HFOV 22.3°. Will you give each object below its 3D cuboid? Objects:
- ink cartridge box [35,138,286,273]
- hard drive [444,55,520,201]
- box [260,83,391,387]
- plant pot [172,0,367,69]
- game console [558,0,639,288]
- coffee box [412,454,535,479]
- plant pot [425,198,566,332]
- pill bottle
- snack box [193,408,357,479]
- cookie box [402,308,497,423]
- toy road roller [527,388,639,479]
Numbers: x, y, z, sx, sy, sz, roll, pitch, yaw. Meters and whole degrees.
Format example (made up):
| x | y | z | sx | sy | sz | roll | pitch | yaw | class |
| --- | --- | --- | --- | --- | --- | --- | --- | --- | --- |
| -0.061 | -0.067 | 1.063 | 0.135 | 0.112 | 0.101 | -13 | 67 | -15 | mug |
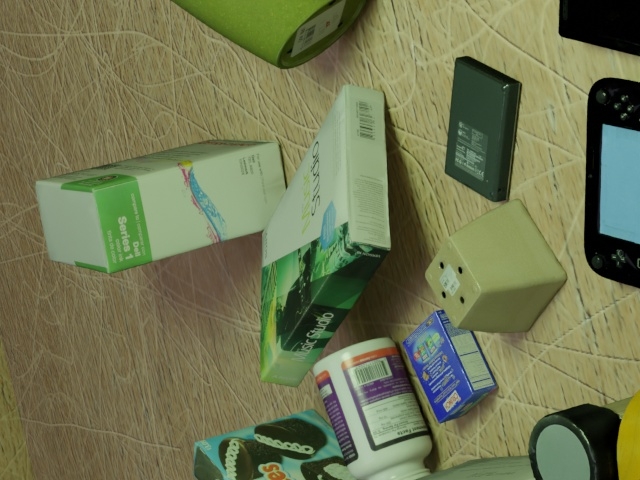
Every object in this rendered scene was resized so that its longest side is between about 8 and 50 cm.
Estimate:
| x | y | z | sx | sy | sz | roll | pitch | yaw | class |
| --- | --- | --- | --- | --- | --- | --- | --- | --- | --- |
| -0.208 | -0.051 | 2.166 | 0.201 | 0.278 | 0.117 | 8 | 111 | 58 | ink cartridge box |
| 0.172 | -0.121 | 1.748 | 0.094 | 0.022 | 0.135 | 36 | 131 | 49 | hard drive |
| 0.000 | 0.000 | 1.962 | 0.322 | 0.058 | 0.232 | 119 | 156 | -50 | box |
| -0.088 | -0.351 | 1.904 | 0.293 | 0.274 | 0.275 | 51 | 144 | 12 | plant pot |
| 0.301 | -0.127 | 1.509 | 0.213 | 0.044 | 0.361 | 25 | 123 | 54 | game console |
| 0.153 | 0.422 | 1.670 | 0.337 | 0.338 | 0.334 | -19 | 85 | 60 | coffee box |
| 0.177 | 0.036 | 1.726 | 0.109 | 0.096 | 0.109 | 61 | 146 | 25 | plant pot |
| 0.071 | 0.224 | 1.964 | 0.108 | 0.108 | 0.194 | -40 | 66 | 57 | pill bottle |
| -0.006 | 0.339 | 2.057 | 0.322 | 0.187 | 0.060 | 40 | 133 | 46 | snack box |
| 0.148 | 0.143 | 1.870 | 0.092 | 0.040 | 0.107 | -50 | 58 | 54 | cookie box |
| 0.341 | 0.274 | 1.435 | 0.240 | 0.202 | 0.330 | 1 | 100 | 57 | toy road roller |
